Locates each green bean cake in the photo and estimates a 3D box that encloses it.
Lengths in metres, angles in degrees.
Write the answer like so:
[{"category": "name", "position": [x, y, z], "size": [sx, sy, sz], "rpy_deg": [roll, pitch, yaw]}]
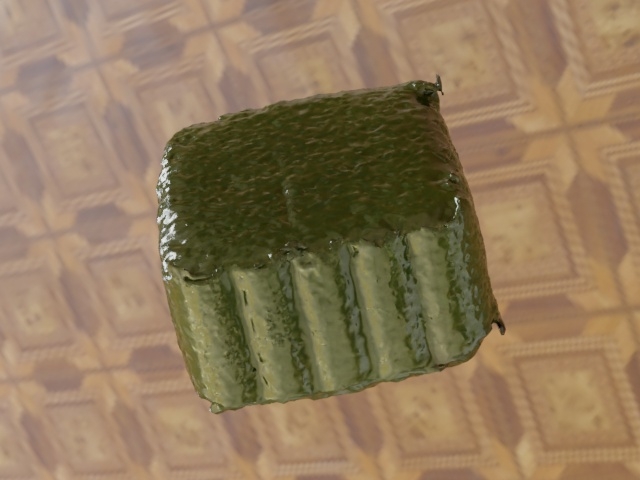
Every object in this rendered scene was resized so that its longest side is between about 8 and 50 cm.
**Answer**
[{"category": "green bean cake", "position": [0.000, 0.000, 1.232], "size": [0.247, 0.250, 0.156], "rpy_deg": [-13, 122, 1]}]
